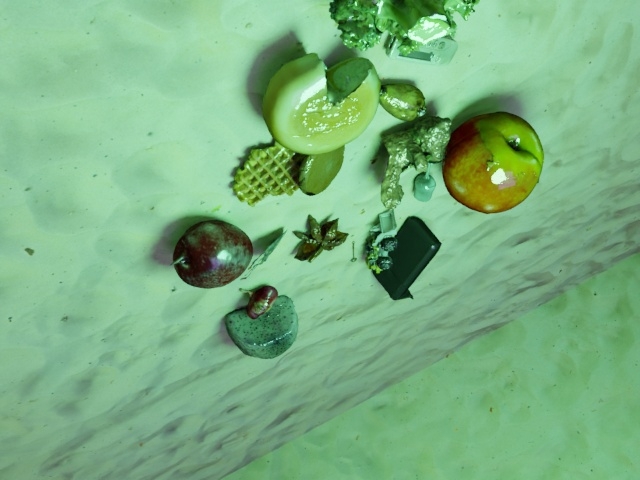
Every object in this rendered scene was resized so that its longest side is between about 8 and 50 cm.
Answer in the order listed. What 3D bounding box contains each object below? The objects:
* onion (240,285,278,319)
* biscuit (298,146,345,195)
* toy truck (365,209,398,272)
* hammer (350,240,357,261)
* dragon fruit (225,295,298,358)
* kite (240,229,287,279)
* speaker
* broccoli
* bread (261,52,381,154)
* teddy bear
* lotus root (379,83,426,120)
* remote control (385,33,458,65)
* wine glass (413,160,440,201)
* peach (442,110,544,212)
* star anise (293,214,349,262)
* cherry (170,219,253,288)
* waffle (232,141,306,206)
[{"bbox_3d":[-0.246,0.218,2.131,0.150,0.140,0.150,-49,-176,4],"label":"onion"},{"bbox_3d":[0.004,-0.235,1.729,0.226,0.042,0.225,-45,154,-29],"label":"biscuit"},{"bbox_3d":[0.236,0.007,2.175,0.111,0.136,0.285,0,137,-5],"label":"toy truck"},{"bbox_3d":[0.133,0.044,2.246,0.029,0.014,0.122,-28,142,-18],"label":"hammer"},{"bbox_3d":[-0.215,0.377,2.237,0.283,0.221,0.203,-20,137,-17],"label":"dragon fruit"},{"bbox_3d":[-0.192,0.053,1.913,0.245,0.015,0.141,-46,171,-47],"label":"kite"},{"bbox_3d":[0.381,0.088,2.341,0.184,0.180,0.388,-6,140,-39],"label":"speaker"},{"bbox_3d":[0.200,-0.586,1.332,0.339,0.317,0.277,32,134,-9],"label":"broccoli"},{"bbox_3d":[-0.003,-0.376,1.520,0.333,0.160,0.332,-17,142,-14],"label":"bread"},{"bbox_3d":[0.311,-0.258,1.838,0.223,0.246,0.295,0,104,7],"label":"teddy bear"},{"bbox_3d":[0.232,-0.428,1.686,0.191,0.094,0.108,13,103,-33],"label":"lotus root"},{"bbox_3d":[0.291,-0.555,1.600,0.230,0.049,0.090,-3,137,-33],"label":"remote control"},{"bbox_3d":[0.387,-0.230,2.032,0.079,0.079,0.195,-17,143,-17],"label":"wine glass"},{"bbox_3d":[0.576,-0.258,1.925,0.370,0.370,0.369,-19,143,-15],"label":"peach"},{"bbox_3d":[0.002,-0.003,2.030,0.196,0.111,0.212,-6,132,-39],"label":"star anise"},{"bbox_3d":[-0.334,0.043,1.768,0.300,0.203,0.230,-8,139,-49],"label":"cherry"},{"bbox_3d":[-0.140,-0.201,1.725,0.253,0.056,0.249,2,133,-39],"label":"waffle"}]
